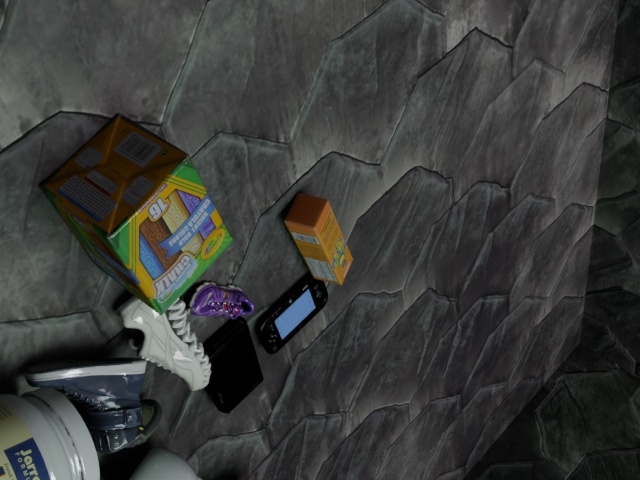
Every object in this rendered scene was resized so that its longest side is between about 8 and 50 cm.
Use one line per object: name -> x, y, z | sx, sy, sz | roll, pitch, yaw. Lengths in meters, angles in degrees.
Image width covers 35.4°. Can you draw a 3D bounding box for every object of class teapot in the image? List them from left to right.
teapot -> -0.309, 0.543, 1.969 | 0.256, 0.187, 0.252 | -57, 179, -28

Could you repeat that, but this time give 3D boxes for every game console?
game console -> -0.116, 0.199, 2.152 | 0.361, 0.044, 0.213 | -43, 146, -25

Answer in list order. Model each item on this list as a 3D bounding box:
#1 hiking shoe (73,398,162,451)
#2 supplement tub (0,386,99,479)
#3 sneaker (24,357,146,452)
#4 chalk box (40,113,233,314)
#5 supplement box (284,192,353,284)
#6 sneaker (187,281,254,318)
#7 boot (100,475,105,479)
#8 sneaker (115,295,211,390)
hiking shoe -> -0.376, 0.322, 1.847 | 0.226, 0.086, 0.114 | -13, 130, -49
supplement tub -> -0.528, 0.375, 1.523 | 0.324, 0.235, 0.236 | -22, 134, -41
sneaker -> -0.401, 0.286, 1.716 | 0.226, 0.086, 0.164 | 5, 90, -42
chalk box -> -0.277, -0.020, 1.603 | 0.179, 0.180, 0.289 | -47, 146, -19
supplement box -> 0.000, 0.000, 2.097 | 0.078, 0.080, 0.233 | -65, 155, -24
sneaker -> -0.190, 0.122, 1.953 | 0.170, 0.071, 0.068 | -2, 118, -54
boot -> -0.500, 0.482, 1.800 | 0.203, 0.095, 0.262 | -54, 147, -9
sneaker -> -0.289, 0.187, 1.853 | 0.118, 0.110, 0.292 | -36, 136, -18
